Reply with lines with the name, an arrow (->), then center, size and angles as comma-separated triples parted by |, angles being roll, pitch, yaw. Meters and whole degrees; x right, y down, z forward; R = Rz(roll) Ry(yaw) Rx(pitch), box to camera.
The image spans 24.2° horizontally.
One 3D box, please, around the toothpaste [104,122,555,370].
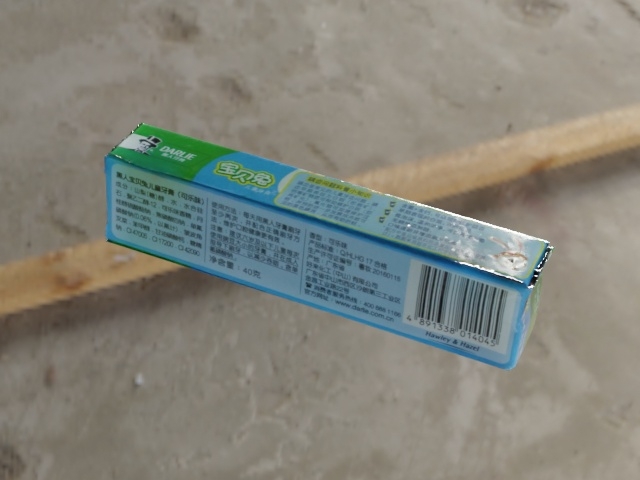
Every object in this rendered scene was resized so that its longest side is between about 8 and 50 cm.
toothpaste -> 0.000, 0.000, 0.880 | 0.266, 0.065, 0.050 | 17, 39, 16
